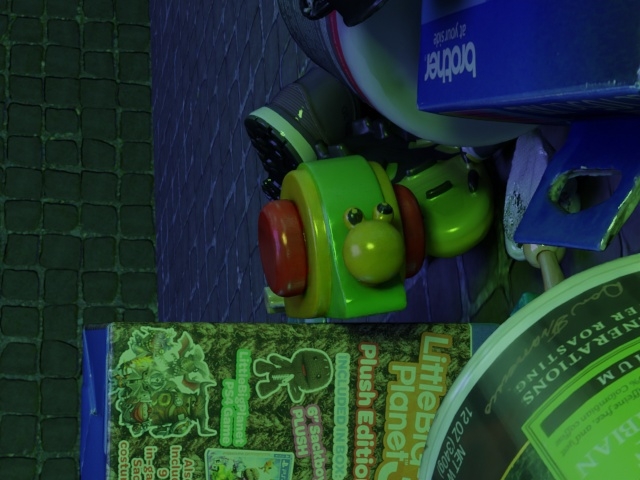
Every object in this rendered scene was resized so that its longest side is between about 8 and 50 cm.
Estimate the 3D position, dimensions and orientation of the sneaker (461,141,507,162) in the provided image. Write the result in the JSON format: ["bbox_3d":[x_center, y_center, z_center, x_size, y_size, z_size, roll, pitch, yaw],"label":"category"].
[{"bbox_3d":[0.128,-0.098,0.953,0.035,0.031,0.083,-15,62,45],"label":"sneaker"}]

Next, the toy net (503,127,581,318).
[{"bbox_3d":[0.147,0.042,0.829,0.122,0.045,0.232,135,137,-71],"label":"toy net"}]

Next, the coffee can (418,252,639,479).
[{"bbox_3d":[0.166,0.147,0.425,0.275,0.201,0.201,-120,35,-64],"label":"coffee can"}]

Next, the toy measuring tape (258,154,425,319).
[{"bbox_3d":[0.000,0.000,0.963,0.330,0.121,0.121,168,104,-77],"label":"toy measuring tape"}]

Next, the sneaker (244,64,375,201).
[{"bbox_3d":[0.013,-0.084,1.288,0.107,0.124,0.283,41,167,15],"label":"sneaker"}]

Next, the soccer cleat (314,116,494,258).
[{"bbox_3d":[0.078,-0.026,1.059,0.121,0.093,0.289,65,169,-20],"label":"soccer cleat"}]

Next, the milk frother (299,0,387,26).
[{"bbox_3d":[-0.017,-0.185,0.681,0.143,0.135,0.129,-34,22,45],"label":"milk frother"}]

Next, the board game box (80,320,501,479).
[{"bbox_3d":[-0.033,0.134,0.999,0.232,0.291,0.141,164,106,-75],"label":"board game box"}]

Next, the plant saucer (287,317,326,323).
[{"bbox_3d":[-0.019,0.101,1.479,0.119,0.021,0.119,-177,90,-75],"label":"plant saucer"}]

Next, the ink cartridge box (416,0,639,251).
[{"bbox_3d":[0.160,-0.193,0.614,0.270,0.151,0.395,-169,80,-75],"label":"ink cartridge box"}]

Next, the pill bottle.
[{"bbox_3d":[0.063,-0.186,0.914,0.318,0.176,0.176,-128,42,-67],"label":"pill bottle"}]
